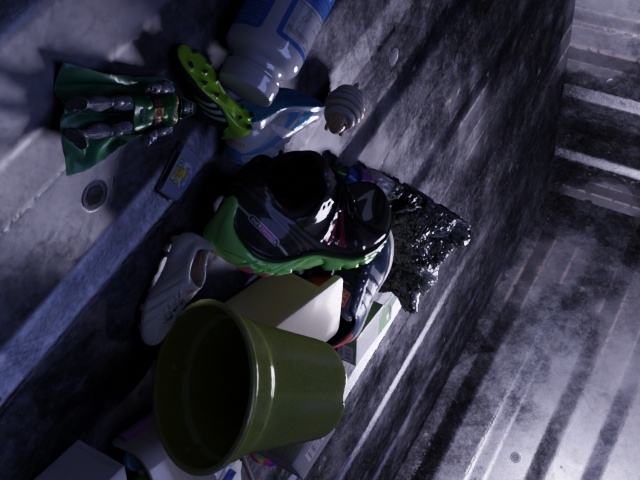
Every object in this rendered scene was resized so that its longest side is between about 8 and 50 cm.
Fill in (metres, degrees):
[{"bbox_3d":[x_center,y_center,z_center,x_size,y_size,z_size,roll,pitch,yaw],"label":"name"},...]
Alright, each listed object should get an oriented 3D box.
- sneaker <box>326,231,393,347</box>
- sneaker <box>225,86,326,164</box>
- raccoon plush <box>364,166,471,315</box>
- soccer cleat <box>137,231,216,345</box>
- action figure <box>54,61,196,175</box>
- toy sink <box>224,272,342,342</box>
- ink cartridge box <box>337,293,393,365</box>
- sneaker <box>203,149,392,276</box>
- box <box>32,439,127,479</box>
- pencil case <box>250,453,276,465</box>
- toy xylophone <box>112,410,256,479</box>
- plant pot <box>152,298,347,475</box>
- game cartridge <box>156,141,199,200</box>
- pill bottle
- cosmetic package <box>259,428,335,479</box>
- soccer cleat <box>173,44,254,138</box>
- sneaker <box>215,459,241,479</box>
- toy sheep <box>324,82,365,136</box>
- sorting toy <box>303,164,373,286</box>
[{"bbox_3d":[0.071,0.104,1.771,0.148,0.131,0.350,-26,133,-62],"label":"sneaker"},{"bbox_3d":[-0.080,-0.200,1.289,0.229,0.087,0.092,-27,141,-45],"label":"sneaker"},{"bbox_3d":[0.171,0.002,1.931,0.446,0.216,0.299,25,102,-37],"label":"raccoon plush"},{"bbox_3d":[-0.231,0.082,1.204,0.068,0.076,0.196,17,94,-65],"label":"soccer cleat"},{"bbox_3d":[-0.244,-0.170,0.999,0.232,0.063,0.137,-29,132,-59],"label":"action figure"},{"bbox_3d":[-0.078,0.155,1.513,0.234,0.131,0.153,-35,140,-43],"label":"toy sink"},{"bbox_3d":[0.123,0.232,2.064,0.209,0.062,0.109,-46,147,-40],"label":"ink cartridge box"},{"bbox_3d":[0.001,-0.062,1.381,0.483,0.185,0.202,-14,130,-55],"label":"sneaker"},{"bbox_3d":[-0.365,0.384,1.149,0.102,0.101,0.087,-44,146,-45],"label":"box"},{"bbox_3d":[-0.107,0.400,1.692,0.104,0.104,0.236,-39,142,-47],"label":"pencil case"},{"bbox_3d":[-0.221,0.444,1.319,0.236,0.081,0.322,-18,94,-48],"label":"toy xylophone"},{"bbox_3d":[-0.102,0.249,1.273,0.254,0.276,0.276,13,99,-43],"label":"plant pot"},{"bbox_3d":[-0.217,-0.104,1.156,0.083,0.017,0.056,-64,159,-8],"label":"game cartridge"},{"bbox_3d":[-0.069,-0.324,1.150,0.221,0.124,0.124,-63,155,-9],"label":"pill bottle"},{"bbox_3d":[-0.109,0.352,1.487,0.127,0.238,0.107,-54,149,-22],"label":"cosmetic package"},{"bbox_3d":[-0.169,-0.212,1.114,0.179,0.072,0.060,49,38,-42],"label":"soccer cleat"},{"bbox_3d":[-0.251,0.469,1.450,0.315,0.127,0.182,-14,113,-61],"label":"sneaker"},{"bbox_3d":[0.048,-0.263,1.487,0.091,0.091,0.132,73,31,-54],"label":"toy sheep"},{"bbox_3d":[0.000,0.000,1.620,0.126,0.127,0.365,19,90,-36],"label":"sorting toy"}]
